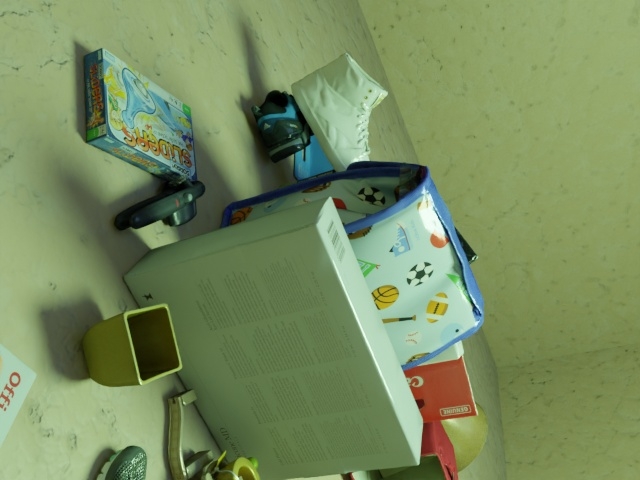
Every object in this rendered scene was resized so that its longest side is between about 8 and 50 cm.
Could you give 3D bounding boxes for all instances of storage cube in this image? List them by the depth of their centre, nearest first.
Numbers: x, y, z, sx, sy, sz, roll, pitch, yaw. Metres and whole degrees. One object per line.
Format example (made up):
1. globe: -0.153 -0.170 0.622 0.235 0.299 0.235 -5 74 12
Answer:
1. storage cube: 0.183 0.476 1.342 0.193 0.215 0.184 -77 146 -63

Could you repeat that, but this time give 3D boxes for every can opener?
1. can opener: -0.220 -0.049 0.874 0.186 0.059 0.073 -42 115 -68

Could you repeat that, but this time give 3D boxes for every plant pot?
1. plant pot: -0.224 0.125 0.709 0.081 0.083 0.081 -6 82 -68
2. plant pot: 0.261 0.440 1.586 0.254 0.237 0.237 46 32 -24

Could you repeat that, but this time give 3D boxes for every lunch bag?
1. lunch bag: 0.052 0.058 1.038 0.328 0.385 0.239 60 25 -31

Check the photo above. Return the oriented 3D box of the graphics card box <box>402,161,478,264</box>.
1. graphics card box: 0.182 -0.007 1.305 0.233 0.094 0.371 54 -6 6

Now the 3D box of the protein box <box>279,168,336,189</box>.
1. protein box: 0.000 0.000 1.293 0.200 0.136 0.201 -80 148 -50

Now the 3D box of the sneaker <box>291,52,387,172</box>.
1. sneaker: 0.079 -0.244 1.292 0.293 0.169 0.108 59 20 -6

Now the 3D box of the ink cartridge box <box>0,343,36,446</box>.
1. ink cartridge box: -0.320 0.104 0.418 0.128 0.127 0.176 -82 151 -46

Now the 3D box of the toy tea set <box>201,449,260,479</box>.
1. toy tea set: -0.079 0.376 0.693 0.200 0.124 0.336 62 14 -4

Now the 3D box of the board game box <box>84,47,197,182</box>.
1. board game box: -0.257 -0.171 0.897 0.201 0.035 0.136 27 51 -63

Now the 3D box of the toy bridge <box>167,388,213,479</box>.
1. toy bridge: -0.169 0.298 0.811 0.063 0.026 0.188 -11 87 -67

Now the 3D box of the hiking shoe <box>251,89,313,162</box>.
1. hiking shoe: -0.060 -0.285 1.374 0.132 0.113 0.304 62 20 -17

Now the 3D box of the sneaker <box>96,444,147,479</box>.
1. sneaker: -0.204 0.298 0.651 0.166 0.076 0.065 -85 152 -42

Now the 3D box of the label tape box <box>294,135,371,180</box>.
1. label tape box: 0.056 -0.168 1.599 0.334 0.105 0.241 51 30 -47

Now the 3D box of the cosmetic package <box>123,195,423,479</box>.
1. cosmetic package: -0.053 0.156 0.844 0.097 0.284 0.377 -66 137 -62

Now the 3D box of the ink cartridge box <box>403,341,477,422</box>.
1. ink cartridge box: 0.147 0.257 1.264 0.066 0.296 0.261 3 73 -68
